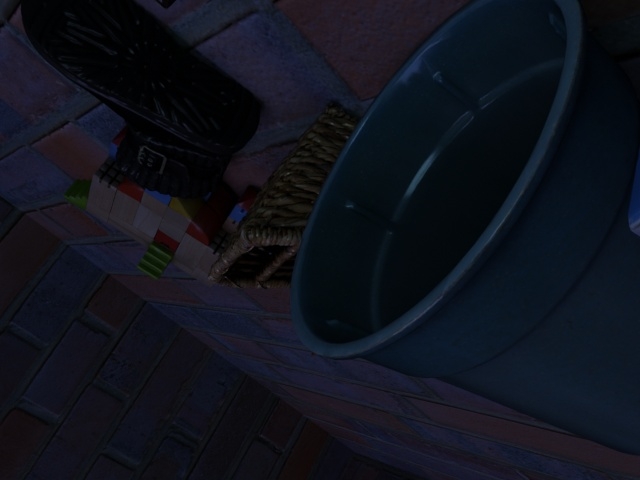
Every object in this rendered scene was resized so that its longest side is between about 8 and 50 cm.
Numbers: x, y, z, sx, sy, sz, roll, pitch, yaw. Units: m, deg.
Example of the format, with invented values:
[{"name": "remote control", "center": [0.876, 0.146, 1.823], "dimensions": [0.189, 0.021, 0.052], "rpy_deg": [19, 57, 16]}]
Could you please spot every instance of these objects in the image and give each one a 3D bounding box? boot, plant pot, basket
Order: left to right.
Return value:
[{"name": "boot", "center": [-0.271, -0.196, 0.938], "dimensions": [0.348, 0.131, 0.260], "rpy_deg": [36, 157, -14]}, {"name": "basket", "center": [0.000, 0.000, 0.898], "dimensions": [0.213, 0.223, 0.299], "rpy_deg": [34, 156, -9]}, {"name": "plant pot", "center": [0.202, 0.014, 0.576], "dimensions": [0.334, 0.341, 0.341], "rpy_deg": [31, 159, -20]}]

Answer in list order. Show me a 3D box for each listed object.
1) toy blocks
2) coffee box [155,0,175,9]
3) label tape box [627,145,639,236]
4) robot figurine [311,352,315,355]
[{"name": "toy blocks", "center": [-0.268, -0.070, 1.186], "dimensions": [0.381, 0.191, 0.261], "rpy_deg": [33, 146, -7]}, {"name": "coffee box", "center": [-0.092, -0.294, 0.455], "dimensions": [0.098, 0.141, 0.246], "rpy_deg": [41, 165, -10]}, {"name": "label tape box", "center": [0.357, -0.026, 0.352], "dimensions": [0.347, 0.249, 0.115], "rpy_deg": [31, 144, -2]}, {"name": "robot figurine", "center": [0.122, 0.073, 0.870], "dimensions": [0.211, 0.291, 0.085], "rpy_deg": [129, 125, -68]}]
